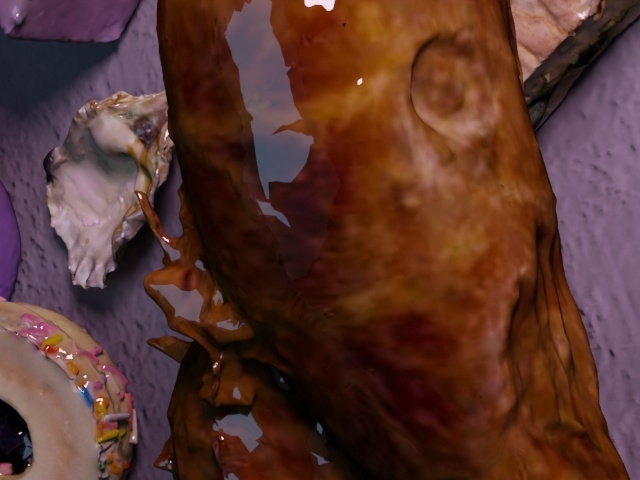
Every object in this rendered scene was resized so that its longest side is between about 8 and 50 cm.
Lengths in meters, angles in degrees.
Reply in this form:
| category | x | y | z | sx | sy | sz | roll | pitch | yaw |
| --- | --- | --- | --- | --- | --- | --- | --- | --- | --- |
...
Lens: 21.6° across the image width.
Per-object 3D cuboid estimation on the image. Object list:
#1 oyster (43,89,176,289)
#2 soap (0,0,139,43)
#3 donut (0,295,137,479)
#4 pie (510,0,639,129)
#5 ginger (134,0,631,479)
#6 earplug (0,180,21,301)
| category | x | y | z | sx | sy | sz | roll | pitch | yaw |
| --- | --- | --- | --- | --- | --- | --- | --- | --- | --- |
| oyster | -0.136 | -0.036 | 1.040 | 0.122 | 0.045 | 0.146 | 18 | 114 | 34 |
| soap | -0.178 | -0.315 | 1.002 | 0.296 | 0.107 | 0.285 | 48 | 123 | 24 |
| donut | -0.189 | 0.115 | 1.074 | 0.175 | 0.068 | 0.174 | 9 | 110 | 24 |
| pie | 0.077 | -0.148 | 0.847 | 0.218 | 0.052 | 0.185 | -47 | 69 | 36 |
| ginger | 0.000 | 0.000 | 0.798 | 0.254 | 0.176 | 0.418 | -7 | 103 | 33 |
| earplug | -0.423 | -0.066 | 1.177 | 0.456 | 0.215 | 0.215 | 35 | 116 | 35 |
